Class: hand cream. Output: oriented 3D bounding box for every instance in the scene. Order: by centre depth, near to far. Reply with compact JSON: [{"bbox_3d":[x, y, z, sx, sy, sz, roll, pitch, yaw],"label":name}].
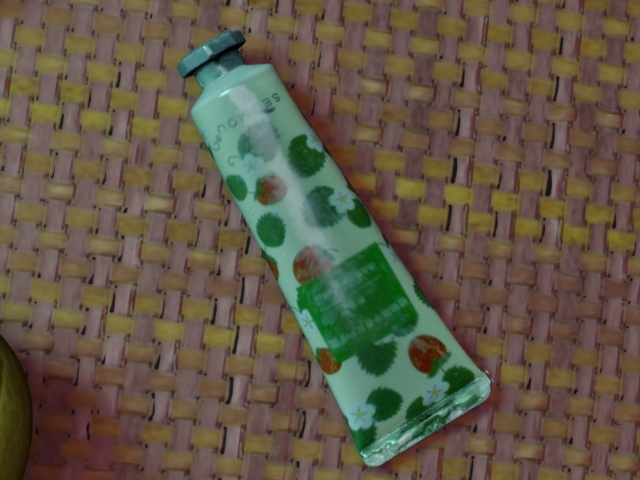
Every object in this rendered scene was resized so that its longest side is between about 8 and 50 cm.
[{"bbox_3d":[0.000,0.000,0.925,0.095,0.059,0.276,-31,92,-8],"label":"hand cream"}]

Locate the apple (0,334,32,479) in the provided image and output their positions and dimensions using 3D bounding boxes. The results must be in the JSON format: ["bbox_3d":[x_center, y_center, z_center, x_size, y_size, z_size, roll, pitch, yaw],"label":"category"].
[{"bbox_3d":[-0.249,0.103,0.821,0.182,0.182,0.155,19,83,-5],"label":"apple"}]
